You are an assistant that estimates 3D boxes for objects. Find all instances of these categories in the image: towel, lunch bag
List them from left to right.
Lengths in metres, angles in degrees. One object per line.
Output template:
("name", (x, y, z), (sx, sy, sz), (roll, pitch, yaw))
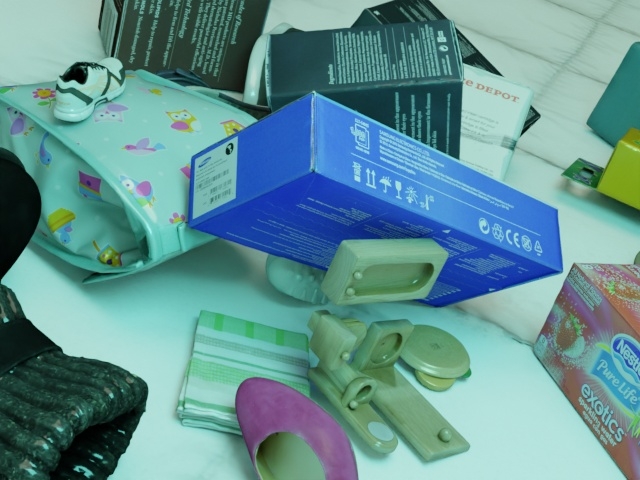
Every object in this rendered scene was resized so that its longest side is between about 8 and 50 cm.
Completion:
("lunch bag", (-0.178, -0.061, 0.995), (0.262, 0.160, 0.223), (28, 30, 29))
("towel", (-0.065, 0.122, 0.889), (0.113, 0.023, 0.152), (16, 28, -8))

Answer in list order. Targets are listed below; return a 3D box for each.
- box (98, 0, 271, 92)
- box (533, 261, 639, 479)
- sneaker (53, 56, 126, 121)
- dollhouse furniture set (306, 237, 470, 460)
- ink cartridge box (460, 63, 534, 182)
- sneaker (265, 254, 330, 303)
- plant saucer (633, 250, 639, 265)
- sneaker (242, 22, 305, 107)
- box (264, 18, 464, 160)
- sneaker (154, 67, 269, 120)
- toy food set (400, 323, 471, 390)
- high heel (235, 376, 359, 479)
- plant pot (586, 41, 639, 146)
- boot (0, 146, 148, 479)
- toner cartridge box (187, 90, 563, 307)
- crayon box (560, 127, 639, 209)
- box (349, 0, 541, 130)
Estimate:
("box", (-0.199, -0.332, 1.421), (0.203, 0.167, 0.168), (3, 32, -23))
("box", (0.336, 0.140, 0.962), (0.128, 0.123, 0.257), (2, 33, -23))
("sneaker", (-0.214, -0.152, 0.934), (0.040, 0.044, 0.109), (13, 35, 9))
("dollhouse furniture set", (0.075, 0.095, 0.852), (0.144, 0.151, 0.123), (-1, 35, -43))
("ink cartridge box", (0.158, -0.109, 1.221), (0.153, 0.087, 0.208), (21, 65, 7))
("sneaker", (0.000, 0.000, 1.077), (0.094, 0.090, 0.235), (16, 24, 27))
("plant saucer", (0.511, 0.093, 1.220), (0.277, 0.041, 0.278), (14, 29, -8))
("sneaker", (-0.020, -0.229, 1.407), (0.146, 0.105, 0.296), (18, 28, 3))
("box", (0.048, -0.145, 1.094), (0.207, 0.153, 0.108), (-3, 49, 2))
("sneaker", (-0.119, -0.143, 1.232), (0.226, 0.086, 0.163), (24, 0, -37))
("toy food set", (0.112, 0.113, 0.992), (0.083, 0.020, 0.082), (36, 34, 30))
("high heel", (-0.023, 0.197, 0.723), (0.117, 0.082, 0.244), (1, 46, -46))
("plant pot", (0.598, -0.188, 1.622), (0.165, 0.165, 0.234), (-6, 45, -35))
("boot", (-0.241, 0.066, 0.766), (0.260, 0.131, 0.348), (15, 40, 10))
("toner cartridge box", (0.062, -0.022, 0.936), (0.347, 0.165, 0.075), (19, 62, -41))
("crayon box", (0.525, -0.076, 1.431), (0.323, 0.083, 0.203), (26, 20, 15))
("box", (0.164, -0.218, 1.407), (0.261, 0.103, 0.184), (48, 33, 6))
